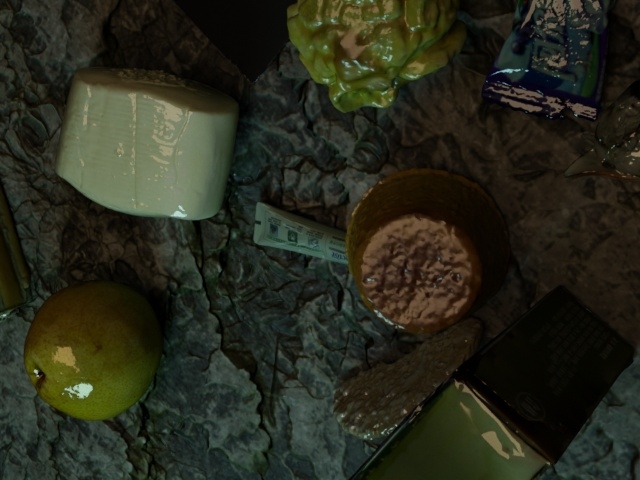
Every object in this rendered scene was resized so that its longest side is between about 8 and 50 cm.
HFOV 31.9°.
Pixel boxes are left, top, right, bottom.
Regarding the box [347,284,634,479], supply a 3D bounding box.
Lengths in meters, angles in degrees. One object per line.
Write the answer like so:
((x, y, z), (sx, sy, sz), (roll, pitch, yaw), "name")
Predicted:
((0.156, 0.258, 1.281), (0.138, 0.420, 0.373), (44, 115, 12), "box")

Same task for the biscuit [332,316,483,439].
((0.107, 0.195, 1.464), (0.250, 0.133, 0.032), (-31, 117, 28), "biscuit")

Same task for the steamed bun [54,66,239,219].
((-0.233, -0.138, 1.557), (0.250, 0.155, 0.200), (18, 111, 17), "steamed bun")

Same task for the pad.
((-0.125, -0.356, 1.542), (0.243, 0.004, 0.164), (48, 117, 12), "pad")

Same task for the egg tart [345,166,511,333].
((0.124, 0.022, 1.389), (0.215, 0.171, 0.215), (3, 103, 12), "egg tart")

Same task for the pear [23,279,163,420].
((-0.338, 0.163, 1.646), (0.209, 0.209, 0.209), (6, 103, 27), "pear")

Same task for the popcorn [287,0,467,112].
((0.072, -0.267, 1.356), (0.235, 0.181, 0.217), (-3, 100, 33), "popcorn")

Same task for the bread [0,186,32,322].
((-0.581, 0.031, 1.727), (0.111, 0.239, 0.246), (-17, 94, 34), "bread")

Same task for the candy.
((0.284, -0.279, 1.309), (0.145, 0.070, 0.275), (15, 105, 16), "candy")

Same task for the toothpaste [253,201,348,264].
((0.000, 0.000, 1.530), (0.218, 0.041, 0.064), (16, 113, 28), "toothpaste")

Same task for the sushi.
((0.406, -0.135, 1.251), (0.109, 0.134, 0.273), (37, 110, -14), "sushi")
